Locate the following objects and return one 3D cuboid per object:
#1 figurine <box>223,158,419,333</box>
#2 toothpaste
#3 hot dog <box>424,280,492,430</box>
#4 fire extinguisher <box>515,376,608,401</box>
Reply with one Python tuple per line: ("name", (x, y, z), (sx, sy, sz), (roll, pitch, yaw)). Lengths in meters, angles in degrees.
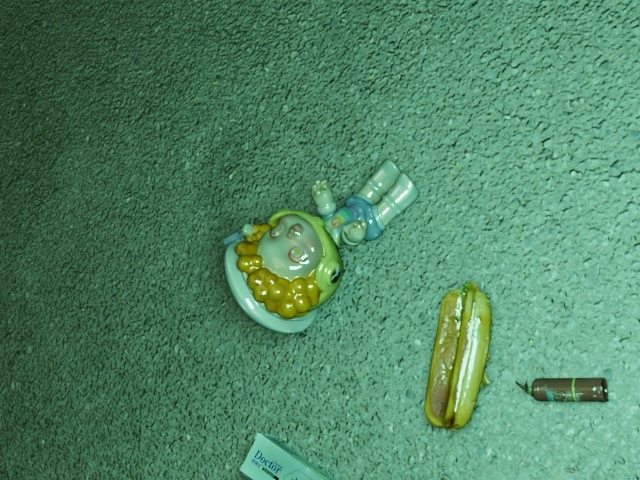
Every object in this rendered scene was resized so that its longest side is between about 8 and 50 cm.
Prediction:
("figurine", (0.018, 0.020, 1.612), (0.382, 0.205, 0.224), (-26, 57, 5))
("toothpaste", (-0.007, 0.451, 1.558), (0.313, 0.071, 0.089), (25, 88, 38))
("hot dog", (0.235, 0.189, 1.460), (0.104, 0.076, 0.250), (-6, 69, 55))
("fire extinguisher", (0.372, 0.229, 1.361), (0.132, 0.056, 0.039), (-6, 47, 31))
